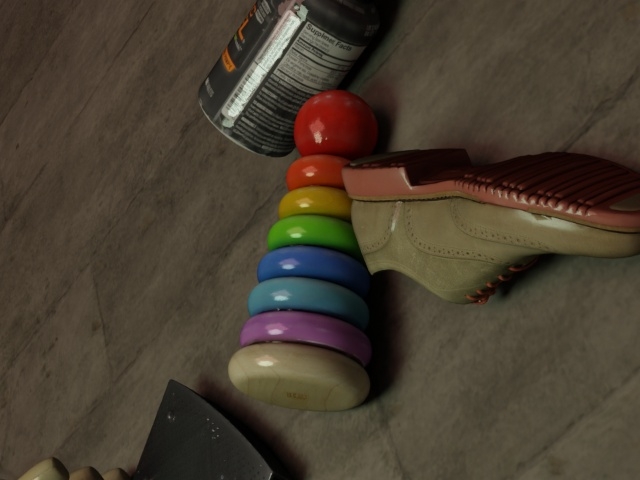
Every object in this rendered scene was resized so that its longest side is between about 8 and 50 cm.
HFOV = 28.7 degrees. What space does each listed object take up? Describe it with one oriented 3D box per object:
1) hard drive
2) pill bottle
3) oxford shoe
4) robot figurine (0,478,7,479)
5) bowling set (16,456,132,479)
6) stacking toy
[{"bbox_3d":[-0.123,0.273,1.381,0.254,0.054,0.172,29,100,54],"label":"hard drive"},{"bbox_3d":[-0.021,-0.221,1.376,0.246,0.130,0.130,-52,40,26],"label":"pill bottle"},{"bbox_3d":[0.158,-0.007,1.089,0.348,0.123,0.130,11,112,54],"label":"oxford shoe"},{"bbox_3d":[-0.431,0.454,1.604,0.300,0.199,0.353,98,157,-44],"label":"robot figurine"},{"bbox_3d":[-0.279,0.370,1.429,0.154,0.287,0.200,-37,70,1],"label":"bowling set"},{"bbox_3d":[0.000,0.000,1.276,0.141,0.141,0.330,-20,54,49],"label":"stacking toy"}]
